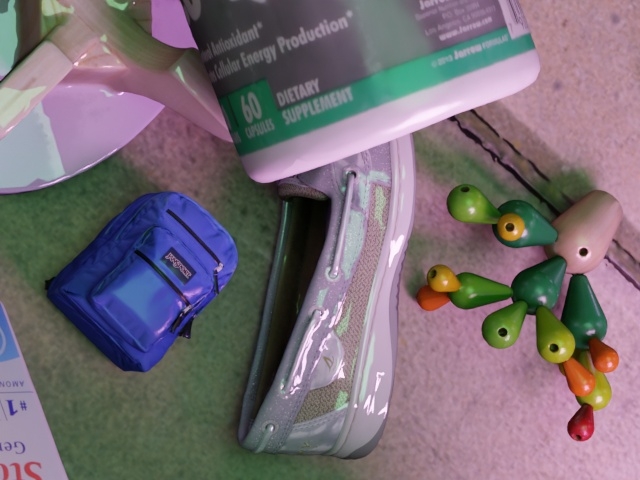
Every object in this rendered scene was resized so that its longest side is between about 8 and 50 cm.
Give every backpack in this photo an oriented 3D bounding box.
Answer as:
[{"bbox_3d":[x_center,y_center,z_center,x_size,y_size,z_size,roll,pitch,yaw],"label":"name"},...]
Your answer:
[{"bbox_3d":[-0.117,0.026,1.371,0.120,0.101,0.098,-48,108,-19],"label":"backpack"}]

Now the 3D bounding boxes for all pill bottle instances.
[{"bbox_3d":[-0.013,-0.235,1.204,0.204,0.204,0.361,-22,93,-19],"label":"pill bottle"}]

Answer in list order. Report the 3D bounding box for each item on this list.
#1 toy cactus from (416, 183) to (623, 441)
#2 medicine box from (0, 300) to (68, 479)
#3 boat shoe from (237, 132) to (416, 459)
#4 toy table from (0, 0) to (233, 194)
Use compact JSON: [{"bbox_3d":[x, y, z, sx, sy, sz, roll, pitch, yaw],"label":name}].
[{"bbox_3d":[0.176,0.032,1.486,0.219,0.112,0.180,49,54,-8],"label":"toy cactus"},{"bbox_3d":[-0.296,0.188,1.168,0.263,0.149,0.289,1,48,-36],"label":"medicine box"},{"bbox_3d":[-0.001,0.001,1.406,0.103,0.118,0.320,4,92,-23],"label":"boat shoe"},{"bbox_3d":[-0.162,-0.153,1.335,0.252,0.161,0.274,34,75,-14],"label":"toy table"}]
